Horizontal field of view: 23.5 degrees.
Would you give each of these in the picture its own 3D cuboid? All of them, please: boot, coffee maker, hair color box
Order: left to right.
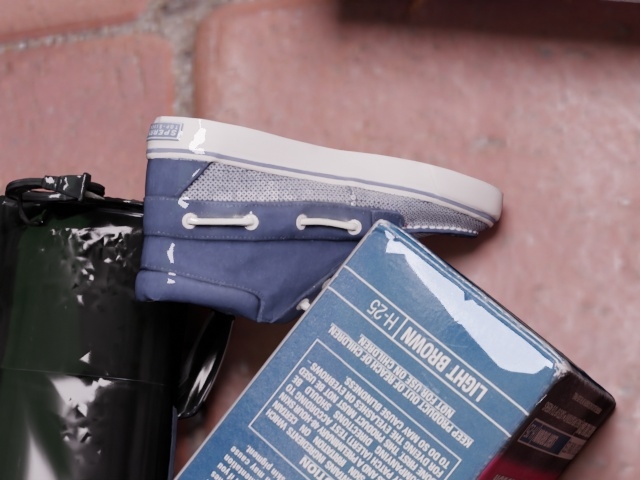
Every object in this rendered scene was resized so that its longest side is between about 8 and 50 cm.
[{"bbox_3d":[-0.127,0.072,0.746,0.120,0.171,0.178,0,78,22],"label":"coffee maker"},{"bbox_3d":[-0.021,0.169,0.689,0.105,0.174,0.347,40,93,21],"label":"hair color box"},{"bbox_3d":[0.000,0.000,0.732,0.069,0.190,0.086,1,83,63],"label":"boot"}]

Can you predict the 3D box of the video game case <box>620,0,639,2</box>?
[{"bbox_3d":[0.090,-0.207,0.731,0.201,0.023,0.184,8,81,19],"label":"video game case"}]
